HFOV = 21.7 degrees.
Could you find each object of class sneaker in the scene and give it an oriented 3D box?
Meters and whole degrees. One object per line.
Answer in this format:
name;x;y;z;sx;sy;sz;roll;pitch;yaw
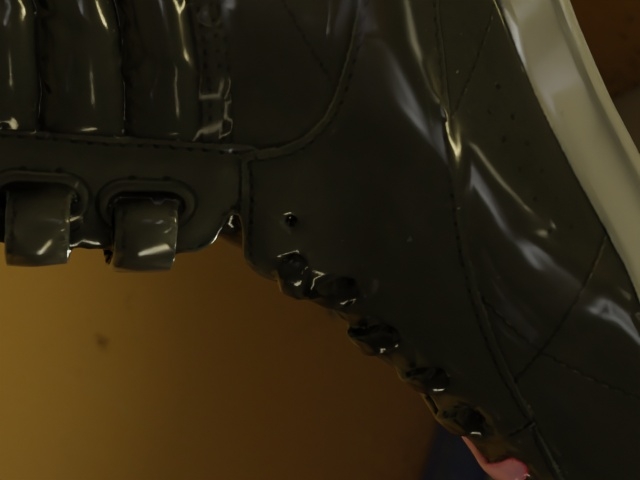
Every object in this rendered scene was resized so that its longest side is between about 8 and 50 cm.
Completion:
sneaker;0.000;0.000;0.402;0.147;0.296;0.104;-26;-168;-7
